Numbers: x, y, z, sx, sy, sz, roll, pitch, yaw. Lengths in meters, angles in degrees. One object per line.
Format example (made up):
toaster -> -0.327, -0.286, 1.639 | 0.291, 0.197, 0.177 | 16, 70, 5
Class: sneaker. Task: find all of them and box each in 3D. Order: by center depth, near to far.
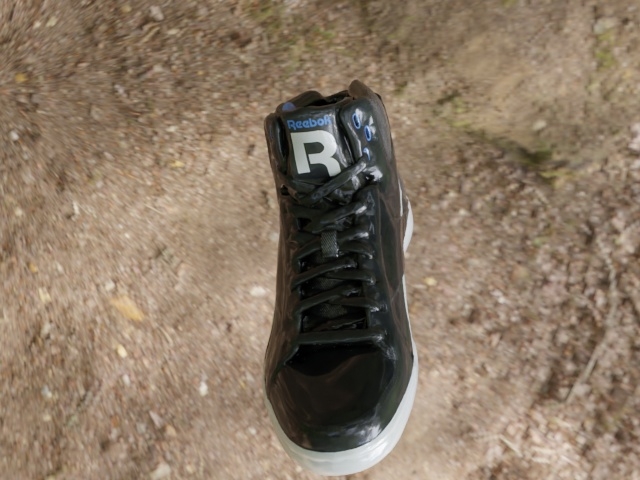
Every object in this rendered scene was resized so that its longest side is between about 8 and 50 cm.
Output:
sneaker -> 0.000, 0.000, 0.575 | 0.079, 0.217, 0.121 | -9, 127, 11
